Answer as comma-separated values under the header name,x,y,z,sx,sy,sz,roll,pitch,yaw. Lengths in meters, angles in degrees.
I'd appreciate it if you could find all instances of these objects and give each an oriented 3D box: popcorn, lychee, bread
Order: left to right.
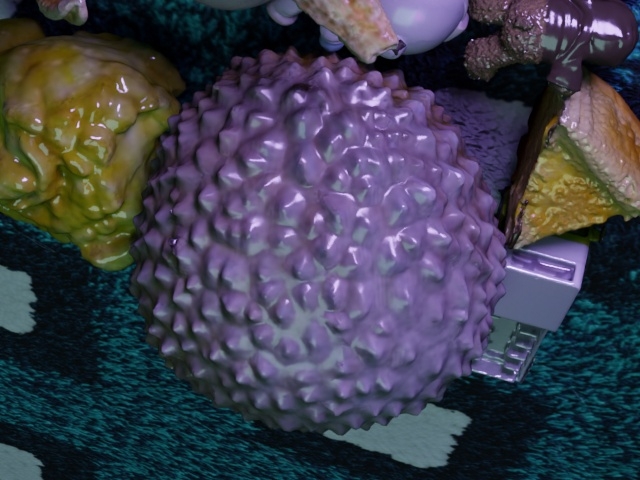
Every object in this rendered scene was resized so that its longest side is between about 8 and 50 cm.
name,x,y,z,sx,sy,sz,roll,pitch,yaw
popcorn,-0.271,-0.102,1.431,0.241,0.235,0.250,30,132,33
lychee,0.000,0.000,1.332,0.380,0.380,0.432,9,133,13
bread,0.226,-0.080,1.306,0.160,0.140,0.169,-26,124,33

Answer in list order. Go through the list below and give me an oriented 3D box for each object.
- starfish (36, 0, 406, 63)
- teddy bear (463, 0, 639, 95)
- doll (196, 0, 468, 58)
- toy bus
name,x,y,z,sx,sy,sz,roll,pitch,yaw
starfish,-0.053,-0.301,1.026,0.432,0.324,0.082,4,-175,24
teddy bear,0.201,-0.189,1.190,0.160,0.119,0.078,4,-173,21
doll,0.001,-0.246,1.175,0.287,0.151,0.151,19,147,-9
toy bus,0.225,0.055,1.504,0.113,0.139,0.302,16,147,2
